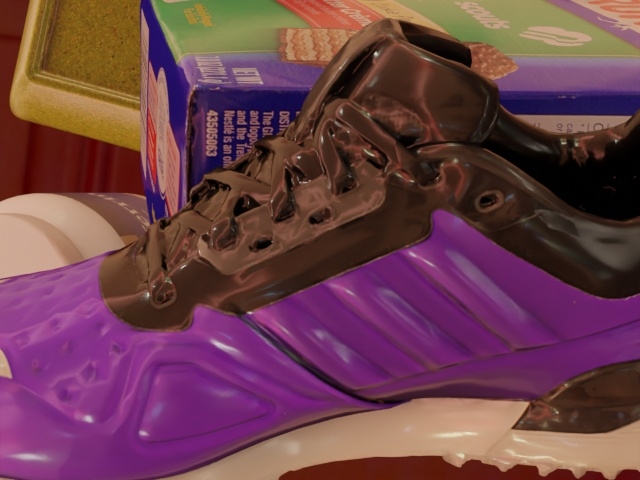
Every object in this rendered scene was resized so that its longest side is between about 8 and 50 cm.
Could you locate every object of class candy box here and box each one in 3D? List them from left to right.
[{"bbox_3d":[0.079,-0.050,0.666,0.268,0.317,0.122,-119,31,-67],"label":"candy box"}]

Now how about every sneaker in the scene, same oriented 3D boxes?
[{"bbox_3d":[0.000,0.000,0.445,0.102,0.293,0.146,-103,10,-59],"label":"sneaker"}]

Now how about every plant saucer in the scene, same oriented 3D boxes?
[{"bbox_3d":[-0.098,-0.144,0.827,0.045,0.188,0.188,-15,-60,-72],"label":"plant saucer"}]

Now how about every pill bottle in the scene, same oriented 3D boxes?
[{"bbox_3d":[-0.195,0.039,1.066,0.265,0.153,0.153,-12,-71,-78],"label":"pill bottle"}]
